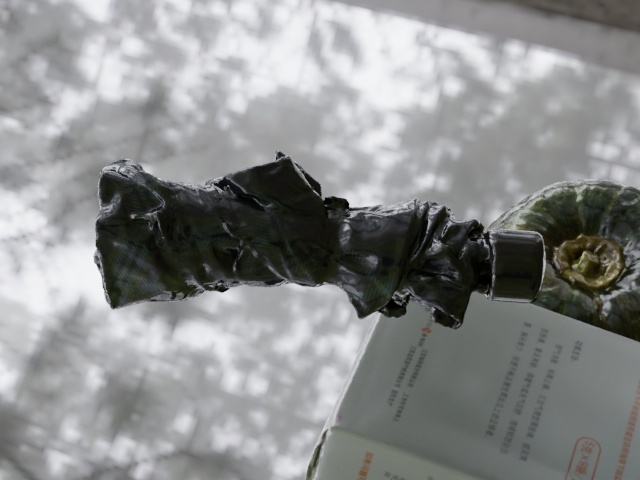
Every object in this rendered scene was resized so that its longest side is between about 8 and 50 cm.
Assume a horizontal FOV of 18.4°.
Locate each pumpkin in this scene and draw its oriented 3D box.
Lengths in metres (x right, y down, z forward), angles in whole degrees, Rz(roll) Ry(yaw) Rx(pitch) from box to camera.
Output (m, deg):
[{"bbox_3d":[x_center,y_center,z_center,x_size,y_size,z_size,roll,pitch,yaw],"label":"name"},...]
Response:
[{"bbox_3d":[0.232,0.077,1.695,0.260,0.260,0.189,-49,-29,-39],"label":"pumpkin"}]

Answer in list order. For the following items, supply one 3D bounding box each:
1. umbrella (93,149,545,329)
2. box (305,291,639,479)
[{"bbox_3d":[0.000,-0.003,0.982,0.071,0.224,0.080,-81,-5,-48],"label":"umbrella"},{"bbox_3d":[0.158,0.151,1.359,0.200,0.300,0.106,-62,-11,-52],"label":"box"}]
